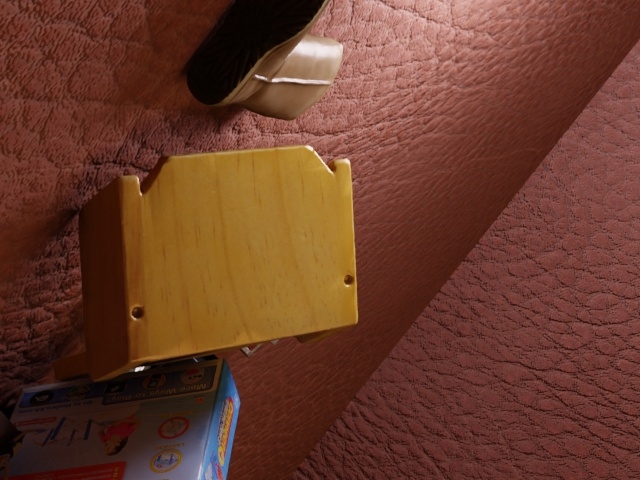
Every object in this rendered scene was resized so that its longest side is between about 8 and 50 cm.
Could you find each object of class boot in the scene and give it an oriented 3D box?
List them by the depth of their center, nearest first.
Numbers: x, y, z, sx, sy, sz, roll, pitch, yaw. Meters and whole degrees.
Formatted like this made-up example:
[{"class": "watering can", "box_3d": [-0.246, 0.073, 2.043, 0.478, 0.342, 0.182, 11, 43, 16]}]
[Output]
[{"class": "boot", "box_3d": [-0.033, -0.248, 1.679, 0.236, 0.089, 0.269, -41, 168, 18]}]

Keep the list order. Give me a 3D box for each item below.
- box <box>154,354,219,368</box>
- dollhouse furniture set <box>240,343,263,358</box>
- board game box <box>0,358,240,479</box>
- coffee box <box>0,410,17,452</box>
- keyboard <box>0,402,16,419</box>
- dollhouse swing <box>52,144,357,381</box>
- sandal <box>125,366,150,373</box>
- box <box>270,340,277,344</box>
[{"class": "box", "box_3d": [-0.247, 0.257, 2.203, 0.184, 0.103, 0.261, -49, -177, -2]}, {"class": "dollhouse furniture set", "box_3d": [-0.075, 0.126, 2.416, 0.183, 0.129, 0.129, -44, 165, -10]}, {"class": "board game box", "box_3d": [-0.278, 0.300, 1.786, 0.302, 0.308, 0.086, -82, 160, -56]}, {"class": "coffee box", "box_3d": [-0.518, 0.309, 1.725, 0.246, 0.098, 0.141, -53, 165, 22]}, {"class": "keyboard", "box_3d": [-0.486, 0.302, 1.902, 0.192, 0.038, 0.100, -30, 122, -40]}, {"class": "dollhouse swing", "box_3d": [-0.179, 0.036, 1.799, 0.347, 0.305, 0.315, -8, 98, -36]}, {"class": "sandal", "box_3d": [-0.359, 0.253, 2.064, 0.120, 0.086, 0.303, -40, -171, 35]}, {"class": "box", "box_3d": [-0.106, 0.086, 2.230, 0.091, 0.130, 0.170, -46, 164, -3]}]
